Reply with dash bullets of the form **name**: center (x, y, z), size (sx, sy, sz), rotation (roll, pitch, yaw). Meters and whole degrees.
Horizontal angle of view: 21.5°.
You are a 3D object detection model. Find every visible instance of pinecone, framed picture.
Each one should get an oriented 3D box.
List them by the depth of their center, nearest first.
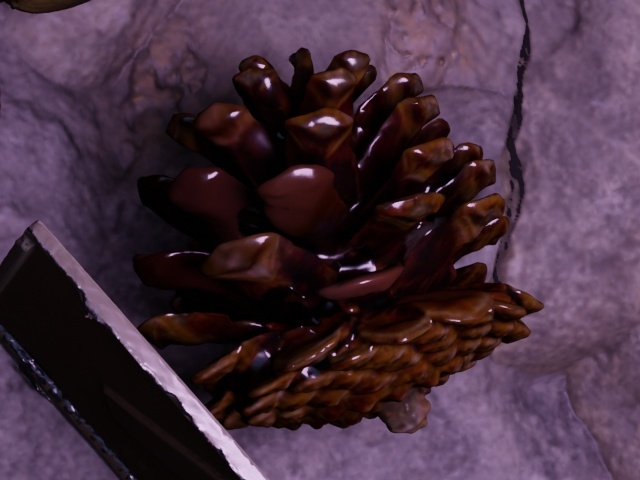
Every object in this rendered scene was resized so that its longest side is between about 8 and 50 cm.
- **framed picture**: center (-0.107, 0.121, 1.046), size (0.019, 0.209, 0.281), rotation (-42, 94, -25)
- **pinecone**: center (-0.001, 0.001, 1.058), size (0.264, 0.264, 0.264), rotation (1, 85, -8)

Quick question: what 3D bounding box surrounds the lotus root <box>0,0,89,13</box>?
- **lotus root**: center (-0.129, -0.267, 1.091), size (0.152, 0.160, 0.275), rotation (40, 80, -13)
